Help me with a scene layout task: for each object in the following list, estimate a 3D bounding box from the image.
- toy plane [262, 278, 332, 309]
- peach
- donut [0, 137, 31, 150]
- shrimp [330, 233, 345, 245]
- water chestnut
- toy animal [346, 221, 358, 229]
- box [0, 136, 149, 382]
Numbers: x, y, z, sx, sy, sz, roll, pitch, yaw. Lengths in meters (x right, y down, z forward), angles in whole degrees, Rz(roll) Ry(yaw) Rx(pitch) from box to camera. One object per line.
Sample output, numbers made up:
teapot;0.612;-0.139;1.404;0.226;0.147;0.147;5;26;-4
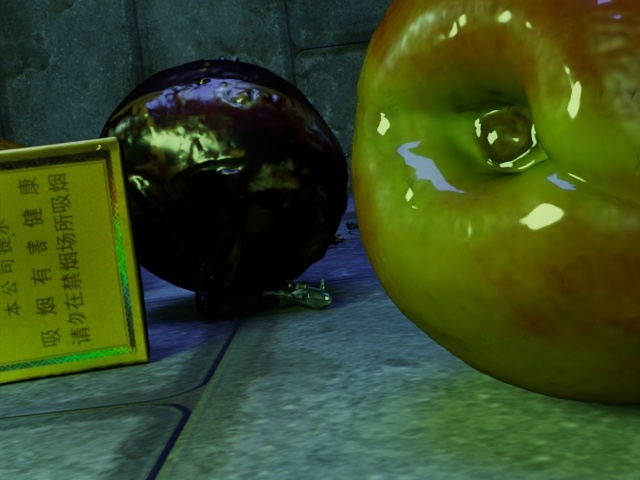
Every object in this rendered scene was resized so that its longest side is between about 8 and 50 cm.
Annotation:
toy plane;-0.018;0.056;0.965;0.078;0.031;0.083;6;-7;-43
peach;0.175;-0.046;0.538;0.307;0.308;0.332;-2;-10;39
donut;-0.386;-0.022;1.248;0.302;0.110;0.303;25;19;-9
shrimp;0.000;0.000;1.566;0.114;0.023;0.083;-8;2;28
water chestnut;-0.103;-0.044;1.025;0.299;0.300;0.300;-7;5;1
toy animal;0.101;-0.037;1.678;0.079;0.070;0.253;28;-23;-22
box;-0.307;0.025;0.792;0.301;0.193;0.084;-7;4;-8
